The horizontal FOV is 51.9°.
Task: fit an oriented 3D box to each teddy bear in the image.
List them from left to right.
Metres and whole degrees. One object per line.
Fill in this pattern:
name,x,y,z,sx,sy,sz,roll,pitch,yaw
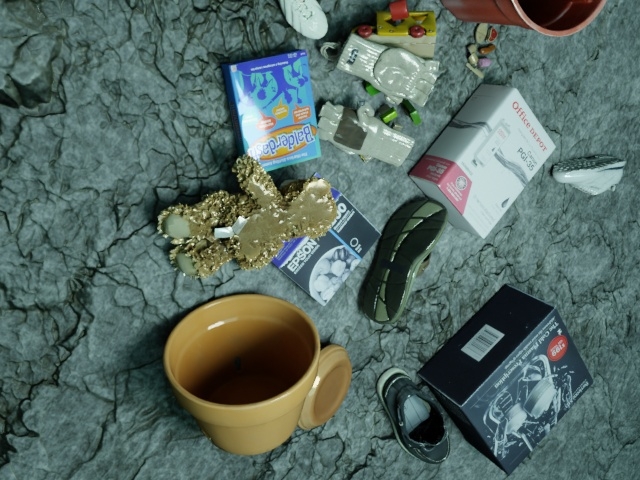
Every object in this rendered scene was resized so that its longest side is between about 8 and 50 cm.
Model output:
teddy bear,-0.140,-0.042,1.253,0.338,0.113,0.245,-32,122,0

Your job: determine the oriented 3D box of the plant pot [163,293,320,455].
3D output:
plant pot,-0.142,0.274,1.273,0.290,0.291,0.204,-20,130,-22

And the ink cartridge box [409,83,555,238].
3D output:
ink cartridge box,0.368,-0.182,1.487,0.207,0.117,0.283,42,84,-31

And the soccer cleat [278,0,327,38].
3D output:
soccer cleat,-0.046,-0.449,1.201,0.068,0.076,0.196,-46,121,-9

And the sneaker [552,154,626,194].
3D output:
sneaker,0.692,-0.160,1.695,0.235,0.090,0.095,-7,118,-25

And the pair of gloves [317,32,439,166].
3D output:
pair of gloves,0.108,-0.273,1.303,0.204,0.042,0.240,14,122,-9

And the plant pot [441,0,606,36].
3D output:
plant pot,0.381,-0.540,1.292,0.272,0.265,0.273,-8,108,-25

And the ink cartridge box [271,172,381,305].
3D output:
ink cartridge box,0.000,0.000,1.387,0.208,0.045,0.206,42,84,-30

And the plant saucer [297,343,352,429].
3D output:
plant saucer,0.011,0.327,1.448,0.200,0.037,0.200,-35,135,-44

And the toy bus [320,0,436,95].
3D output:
toy bus,0.132,-0.400,1.297,0.202,0.191,0.104,31,46,-33

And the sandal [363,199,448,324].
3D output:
sandal,0.189,0.046,1.480,0.086,0.120,0.303,19,98,-59

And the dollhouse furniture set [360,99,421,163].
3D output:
dollhouse furniture set,0.134,-0.240,1.397,0.151,0.059,0.076,-31,126,6

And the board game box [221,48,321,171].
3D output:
board game box,-0.090,-0.245,1.258,0.160,0.047,0.210,-19,115,-23

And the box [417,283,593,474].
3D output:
box,0.480,0.352,1.680,0.343,0.179,0.312,-43,122,-10

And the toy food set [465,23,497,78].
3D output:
toy food set,0.360,-0.428,1.465,0.078,0.019,0.122,29,81,-30

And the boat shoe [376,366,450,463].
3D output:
boat shoe,0.256,0.459,1.628,0.127,0.113,0.340,-34,119,-16
